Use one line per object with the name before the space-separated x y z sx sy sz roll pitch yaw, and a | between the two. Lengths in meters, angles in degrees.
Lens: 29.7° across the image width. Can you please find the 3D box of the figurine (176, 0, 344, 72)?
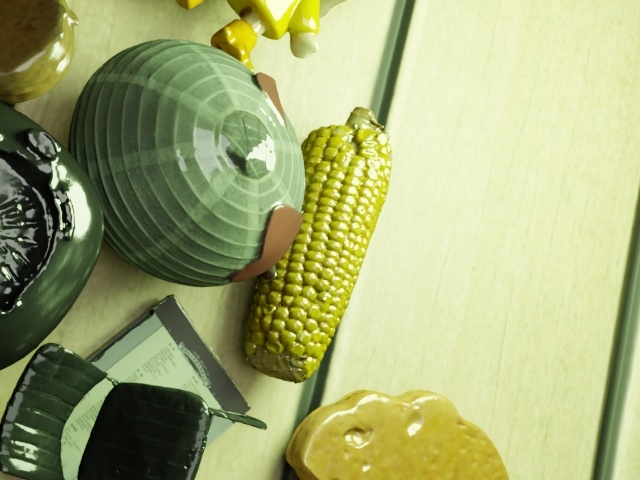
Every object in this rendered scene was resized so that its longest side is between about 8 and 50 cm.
figurine | -0.010 -0.339 1.357 0.344 0.187 0.215 -38 111 -22

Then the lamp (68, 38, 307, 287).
lamp | -0.128 -0.074 1.219 0.233 0.233 0.265 -17 96 -31

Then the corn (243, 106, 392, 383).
corn | 0.000 0.000 1.347 0.119 0.119 0.321 24 73 -25

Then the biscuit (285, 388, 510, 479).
biscuit | 0.081 0.326 1.383 0.351 0.057 0.312 5 80 -31

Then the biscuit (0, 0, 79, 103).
biscuit | -0.439 -0.191 1.028 0.394 0.076 0.368 -27 62 -12

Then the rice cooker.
rice cooker | -0.334 -0.007 1.093 0.267 0.224 0.267 5 79 -30

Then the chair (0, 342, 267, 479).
chair | -0.175 0.192 1.129 0.221 0.145 0.140 43 61 -55

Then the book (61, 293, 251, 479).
book | -0.199 0.185 1.263 0.231 0.026 0.157 -39 106 -27
